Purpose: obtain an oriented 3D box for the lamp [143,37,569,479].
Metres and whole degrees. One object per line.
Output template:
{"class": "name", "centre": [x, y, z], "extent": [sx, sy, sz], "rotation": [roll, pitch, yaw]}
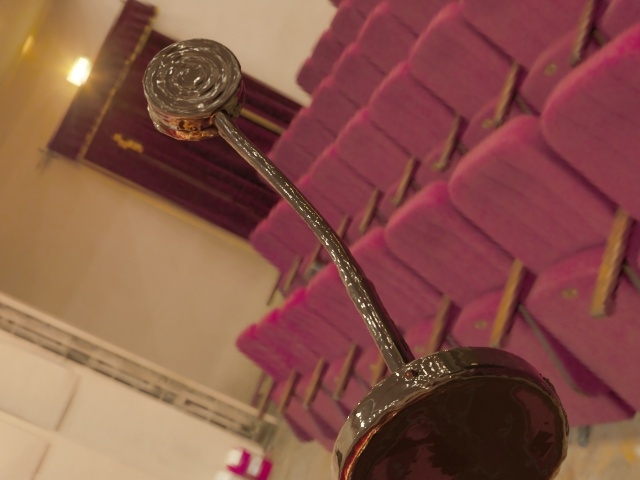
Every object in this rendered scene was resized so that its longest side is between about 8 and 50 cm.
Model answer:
{"class": "lamp", "centre": [-0.005, -0.018, 0.527], "extent": [0.108, 0.130, 0.371], "rotation": [72, 173, -57]}
